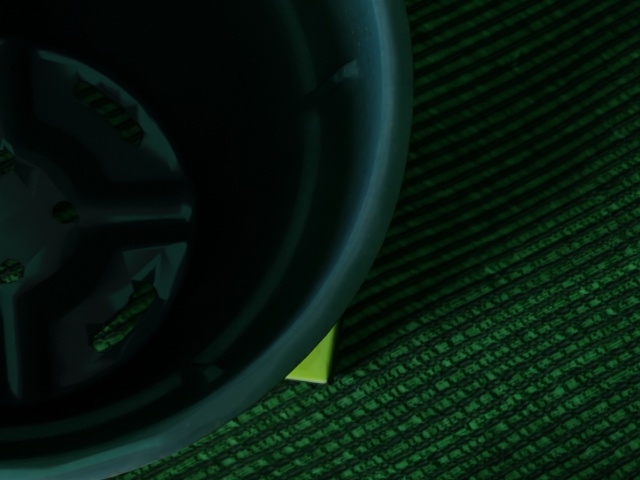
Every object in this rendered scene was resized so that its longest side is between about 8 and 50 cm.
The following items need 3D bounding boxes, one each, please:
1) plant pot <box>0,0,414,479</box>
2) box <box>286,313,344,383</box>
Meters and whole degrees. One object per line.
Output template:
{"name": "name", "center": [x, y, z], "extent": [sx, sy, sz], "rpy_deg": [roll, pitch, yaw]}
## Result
{"name": "plant pot", "center": [-0.165, -0.043, 0.634], "extent": [0.341, 0.334, 0.341], "rpy_deg": [3, 79, -14]}
{"name": "box", "center": [0.000, 0.000, 0.767], "extent": [0.042, 0.109, 0.178], "rpy_deg": [8, 83, 3]}
